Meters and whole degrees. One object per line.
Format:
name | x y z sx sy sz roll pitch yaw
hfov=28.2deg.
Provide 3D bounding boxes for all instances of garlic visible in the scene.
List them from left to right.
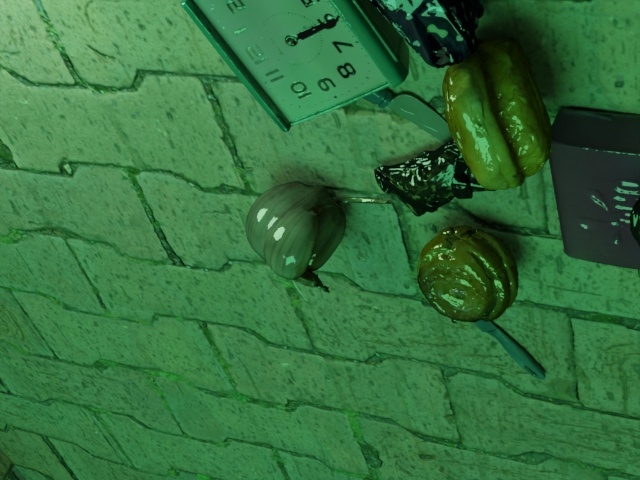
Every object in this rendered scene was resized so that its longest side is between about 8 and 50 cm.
garlic | 0.000 0.000 2.227 0.257 0.207 0.207 -3 142 4

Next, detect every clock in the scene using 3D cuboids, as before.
clock | -0.028 -0.310 1.821 0.231 0.116 0.262 -20 124 31

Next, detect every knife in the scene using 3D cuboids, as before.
knife | 0.126 -0.209 1.976 0.244 0.032 0.058 28 139 -9
knife | 0.308 0.159 2.356 0.313 0.019 0.044 44 147 -19

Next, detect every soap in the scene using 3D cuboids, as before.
soap | 0.440 -0.072 1.881 0.181 0.081 0.259 10 143 26

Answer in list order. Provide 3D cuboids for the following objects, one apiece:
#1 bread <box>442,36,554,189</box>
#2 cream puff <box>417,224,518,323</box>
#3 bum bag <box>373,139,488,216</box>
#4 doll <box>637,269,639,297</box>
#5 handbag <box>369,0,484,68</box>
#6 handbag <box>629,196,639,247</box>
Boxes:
bread | 0.242 -0.175 1.755 0.120 0.236 0.198 -18 108 18
cream puff | 0.253 0.054 2.145 0.189 0.129 0.189 25 141 23
bum bag | 0.189 -0.100 2.036 0.102 0.069 0.248 38 151 -25
doll | 0.571 0.066 1.994 0.150 0.077 0.115 4 99 36
handbag | 0.120 -0.350 1.671 0.113 0.162 0.260 -26 121 36
handbag | 0.563 0.021 1.832 0.075 0.191 0.332 37 164 54
